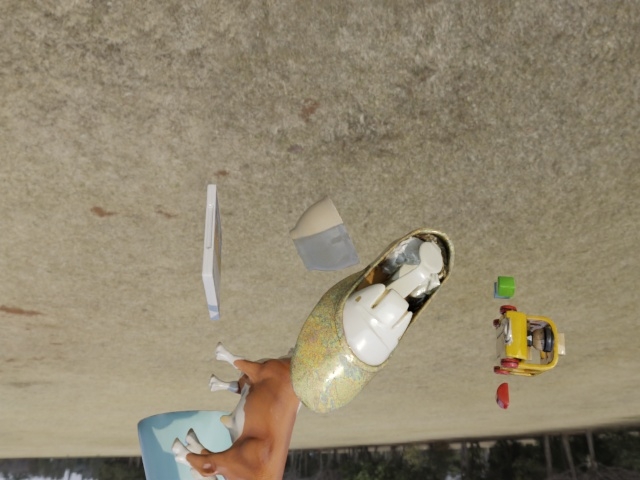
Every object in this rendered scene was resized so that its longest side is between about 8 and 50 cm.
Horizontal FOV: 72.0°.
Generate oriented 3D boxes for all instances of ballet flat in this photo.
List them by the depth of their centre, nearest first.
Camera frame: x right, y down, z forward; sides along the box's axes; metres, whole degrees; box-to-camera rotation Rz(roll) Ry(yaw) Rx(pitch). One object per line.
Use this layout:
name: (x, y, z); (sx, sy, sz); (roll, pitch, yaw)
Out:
ballet flat: (0.089, 0.079, 0.591); (0.123, 0.123, 0.348); (-26, -171, 44)

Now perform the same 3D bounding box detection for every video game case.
video game case: (-0.272, 0.028, 1.122); (0.025, 0.286, 0.204); (-2, 141, -8)

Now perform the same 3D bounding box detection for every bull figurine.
bull figurine: (-0.107, 0.273, 0.735); (0.188, 0.310, 0.101); (14, 124, 2)

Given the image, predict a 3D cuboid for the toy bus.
toy bus: (0.354, 0.174, 0.749); (0.104, 0.202, 0.191); (2, 114, 15)

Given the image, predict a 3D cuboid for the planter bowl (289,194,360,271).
planter bowl: (0.000, 0.000, 0.933); (0.109, 0.162, 0.162); (-26, 155, -2)

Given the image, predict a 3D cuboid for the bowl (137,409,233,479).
bowl: (-0.307, 0.544, 1.102); (0.311, 0.163, 0.312); (-3, 147, -2)
